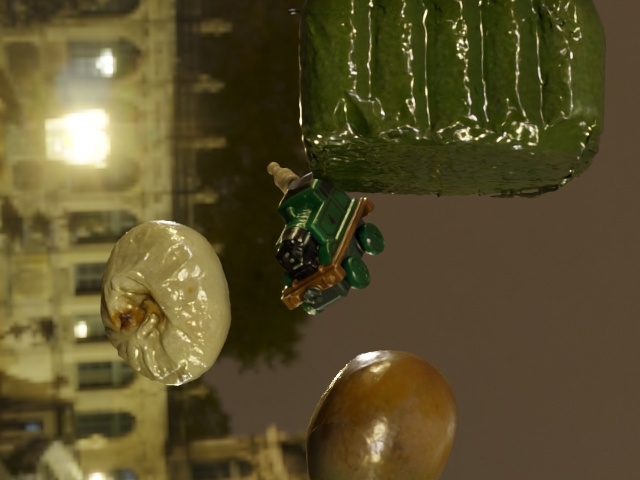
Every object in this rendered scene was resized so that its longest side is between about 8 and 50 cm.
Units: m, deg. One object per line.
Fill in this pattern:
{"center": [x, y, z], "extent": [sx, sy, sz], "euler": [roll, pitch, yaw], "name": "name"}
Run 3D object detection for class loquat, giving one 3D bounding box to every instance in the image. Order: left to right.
{"center": [0.071, 0.230, 1.641], "extent": [0.227, 0.179, 0.179], "euler": [-56, 159, -49], "name": "loquat"}

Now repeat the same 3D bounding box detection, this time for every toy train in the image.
{"center": [0.000, 0.000, 1.716], "extent": [0.136, 0.091, 0.227], "euler": [51, 31, -14], "name": "toy train"}

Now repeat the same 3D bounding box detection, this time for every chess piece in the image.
{"center": [-0.041, -0.076, 1.859], "extent": [0.092, 0.035, 0.035], "euler": [42, -40, 37], "name": "chess piece"}

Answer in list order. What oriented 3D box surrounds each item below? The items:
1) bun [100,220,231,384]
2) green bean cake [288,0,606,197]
{"center": [-0.221, 0.084, 1.837], "extent": [0.222, 0.127, 0.222], "euler": [2, -88, 44], "name": "bun"}
{"center": [0.130, -0.172, 1.480], "extent": [0.319, 0.335, 0.218], "euler": [85, 8, -81], "name": "green bean cake"}
